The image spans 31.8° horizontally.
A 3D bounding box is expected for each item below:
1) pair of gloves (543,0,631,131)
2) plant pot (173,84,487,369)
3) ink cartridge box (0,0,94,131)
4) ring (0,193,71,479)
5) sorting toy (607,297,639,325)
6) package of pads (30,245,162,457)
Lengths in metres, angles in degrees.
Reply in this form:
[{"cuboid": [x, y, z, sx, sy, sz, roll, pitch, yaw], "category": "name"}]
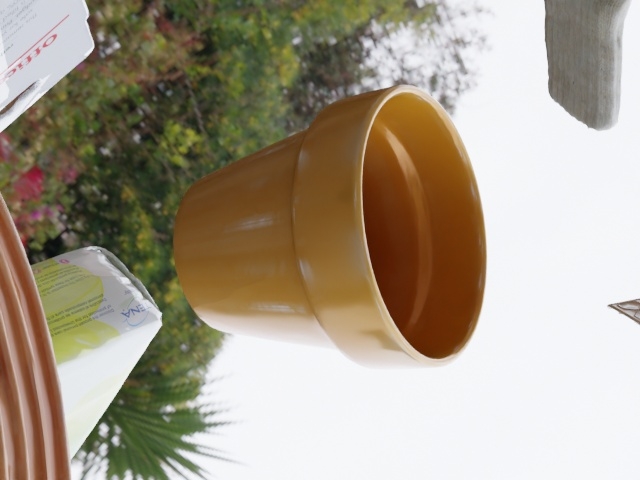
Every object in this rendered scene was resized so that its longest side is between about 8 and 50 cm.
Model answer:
[{"cuboid": [0.176, -0.144, 0.571, 0.042, 0.204, 0.240, -14, -158, -13], "category": "pair of gloves"}, {"cuboid": [0.000, 0.000, 0.855, 0.188, 0.205, 0.205, -8, -128, 31], "category": "plant pot"}, {"cuboid": [-0.150, -0.089, 0.419, 0.104, 0.180, 0.060, -44, -93, -10], "category": "ink cartridge box"}, {"cuboid": [-0.164, 0.054, 0.207, 0.032, 0.336, 0.336, -12, -129, 25], "category": "ring"}, {"cuboid": [0.294, 0.058, 0.950, 0.083, 0.012, 0.062, -9, -168, -15], "category": "sorting toy"}, {"cuboid": [-0.280, 0.132, 0.865, 0.101, 0.296, 0.229, 46, -56, 14], "category": "package of pads"}]
